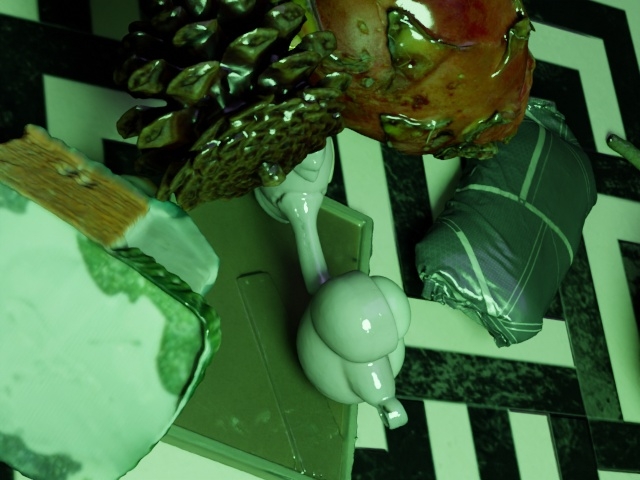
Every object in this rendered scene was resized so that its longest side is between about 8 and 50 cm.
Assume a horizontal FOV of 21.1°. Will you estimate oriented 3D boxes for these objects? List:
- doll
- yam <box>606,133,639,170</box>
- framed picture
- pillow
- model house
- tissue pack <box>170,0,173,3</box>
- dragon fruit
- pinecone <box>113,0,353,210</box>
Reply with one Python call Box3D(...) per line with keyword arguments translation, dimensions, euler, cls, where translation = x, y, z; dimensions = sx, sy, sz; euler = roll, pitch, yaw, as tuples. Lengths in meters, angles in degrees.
Box3D(translation=(-0.001, 0.000, 1.533), dimensions=(0.094, 0.160, 0.365), euler=(-17, 73, -21), cls="doll")
Box3D(translation=(0.427, -0.058, 2.039), dimensions=(0.234, 0.029, 0.027), euler=(32, 23, -19), cls="yam")
Box3D(translation=(-0.054, 0.067, 1.575), dimensions=(0.232, 0.024, 0.315), euler=(25, 51, -26), cls="framed picture")
Box3D(translation=(0.199, -0.025, 1.785), dimensions=(0.161, 0.092, 0.335), euler=(40, 46, -10), cls="pillow")
Box3D(translation=(-0.202, 0.033, 1.396), dimensions=(0.271, 0.190, 0.301), euler=(33, 18, 0), cls="model house")
Box3D(translation=(-0.156, -0.315, 1.531), dimensions=(0.287, 0.198, 0.206), euler=(15, 72, 9), cls="tissue pack")
Box3D(translation=(0.079, -0.213, 1.697), dimensions=(0.315, 0.250, 0.250), euler=(21, 54, -21), cls="dragon fruit")
Box3D(translation=(-0.081, -0.128, 1.411), dimensions=(0.207, 0.208, 0.208), euler=(19, 55, -30), cls="pinecone")
